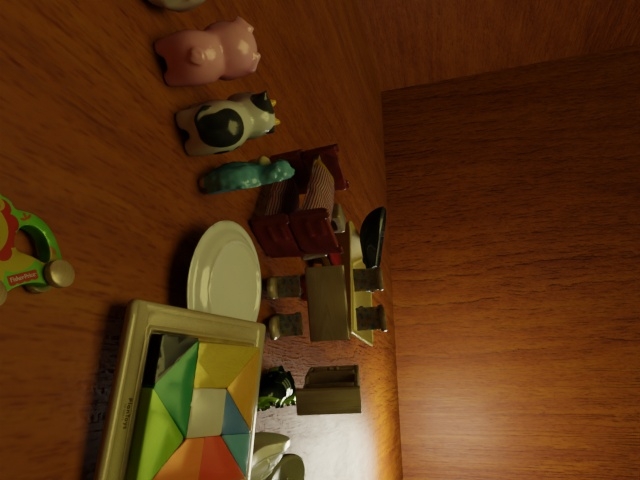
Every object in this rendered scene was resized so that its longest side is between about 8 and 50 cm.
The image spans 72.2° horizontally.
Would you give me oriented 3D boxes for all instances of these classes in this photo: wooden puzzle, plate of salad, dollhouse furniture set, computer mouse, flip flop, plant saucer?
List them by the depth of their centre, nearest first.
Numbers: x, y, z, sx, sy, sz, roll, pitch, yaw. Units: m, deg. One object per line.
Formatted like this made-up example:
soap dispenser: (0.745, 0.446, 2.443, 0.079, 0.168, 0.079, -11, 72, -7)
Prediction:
wooden puzzle: (-0.138, 0.194, 0.506, 0.239, 0.044, 0.220, 30, 59, -56)
plate of salad: (-0.139, 0.071, 0.632, 0.200, 0.048, 0.199, -1, 90, -71)
flip flop: (-0.072, 0.435, 0.693, 0.277, 0.080, 0.112, 12, 73, -73)
dollhouse furniture set: (0.014, 0.167, 0.795, 0.161, 0.213, 0.241, 25, 60, -83)
dollhouse furniture set: (0.000, 0.000, 0.960, 0.374, 0.152, 0.201, 67, 24, -47)
computer mouse: (0.154, 0.025, 1.375, 0.188, 0.072, 0.271, 17, 81, -75)
plant saucer: (0.096, 0.148, 1.383, 0.333, 0.081, 0.332, 50, 38, -64)

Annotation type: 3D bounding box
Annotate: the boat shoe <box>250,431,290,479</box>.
boat shoe: (-0.101, 0.339, 0.662, 0.184, 0.066, 0.063, 27, 69, -72)

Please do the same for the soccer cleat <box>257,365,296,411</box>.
soccer cleat: (-0.083, 0.258, 0.772, 0.179, 0.060, 0.072, 59, 19, -69)

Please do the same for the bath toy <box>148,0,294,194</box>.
bath toy: (-0.137, -0.241, 0.611, 0.151, 0.129, 0.347, -67, 147, -59)

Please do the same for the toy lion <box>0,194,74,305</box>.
toy lion: (-0.246, 0.001, 0.329, 0.100, 0.034, 0.095, -28, 104, -73)
